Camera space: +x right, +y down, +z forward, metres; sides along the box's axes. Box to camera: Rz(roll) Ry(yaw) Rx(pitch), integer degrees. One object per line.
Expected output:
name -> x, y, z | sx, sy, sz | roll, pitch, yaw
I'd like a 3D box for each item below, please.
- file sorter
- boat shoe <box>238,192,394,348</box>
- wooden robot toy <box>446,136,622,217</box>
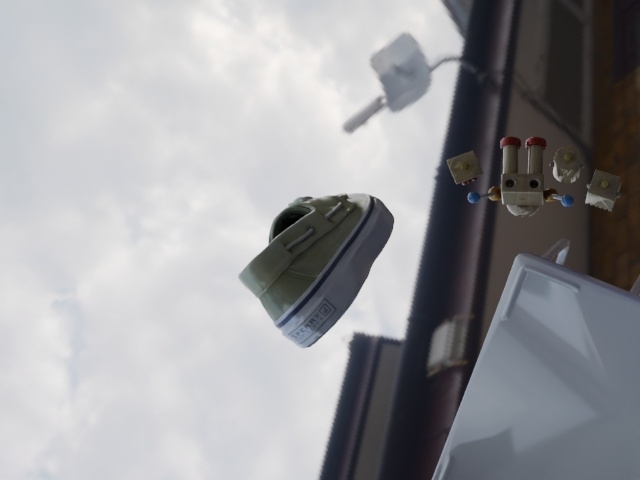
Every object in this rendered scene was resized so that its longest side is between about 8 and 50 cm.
file sorter -> 0.252, 0.135, 0.773 | 0.278, 0.192, 0.173 | 23, -163, 18
boat shoe -> 0.000, 0.000, 1.064 | 0.094, 0.109, 0.302 | 46, -163, -7
wooden robot toy -> 0.218, -0.057, 1.136 | 0.079, 0.173, 0.076 | 66, -150, -65
